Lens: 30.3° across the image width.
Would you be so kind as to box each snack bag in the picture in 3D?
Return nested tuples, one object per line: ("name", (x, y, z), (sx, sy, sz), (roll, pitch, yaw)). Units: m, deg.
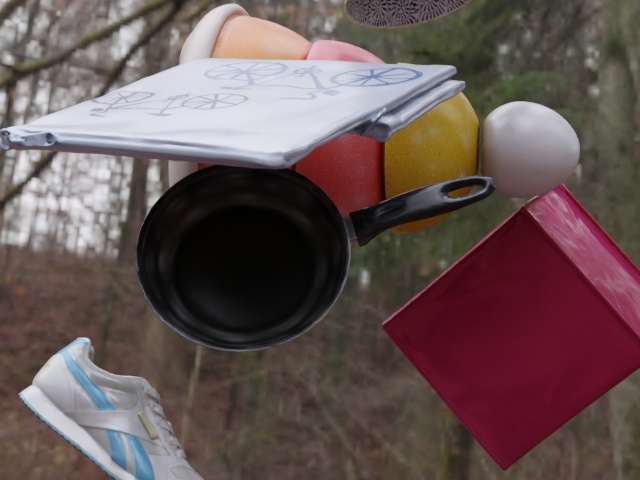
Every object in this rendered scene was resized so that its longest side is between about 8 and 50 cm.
("snack bag", (-0.073, -0.122, 1.122), (0.323, 0.037, 0.342), (7, 23, 28))

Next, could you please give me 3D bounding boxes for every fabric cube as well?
("fabric cube", (0.288, 0.105, 1.603), (0.258, 0.254, 0.259), (-44, -8, 23))

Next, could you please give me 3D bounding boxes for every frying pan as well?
("frying pan", (-0.020, -0.019, 1.107), (0.326, 0.197, 0.053), (-35, -23, -18))

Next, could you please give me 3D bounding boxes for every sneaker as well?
("sneaker", (-0.179, 0.188, 1.145), (0.228, 0.092, 0.087), (38, -14, 4))

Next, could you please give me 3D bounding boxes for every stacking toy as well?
("stacking toy", (0.074, -0.106, 1.460), (0.480, 0.350, 0.350), (5, -17, 10))

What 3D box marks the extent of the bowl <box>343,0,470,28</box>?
("bowl", (0.099, -0.309, 1.300), (0.170, 0.080, 0.170), (-13, -15, -3))
